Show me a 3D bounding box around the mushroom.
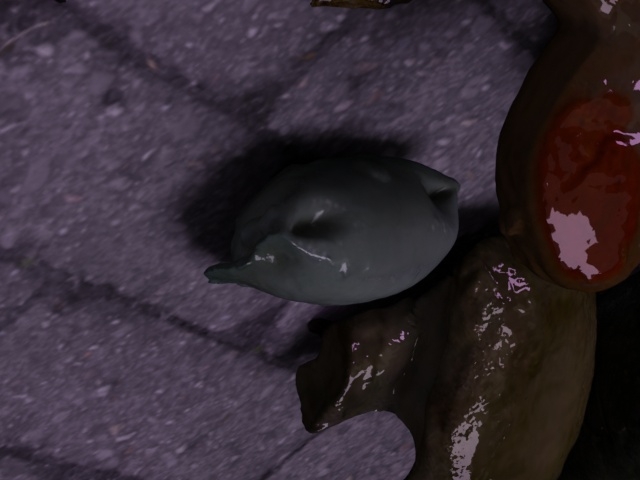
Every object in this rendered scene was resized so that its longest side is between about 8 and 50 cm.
[{"bbox_3d":[0.148,0.109,1.624,0.217,0.212,0.292,-39,147,30],"label":"mushroom"}]

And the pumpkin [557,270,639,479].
[{"bbox_3d":[0.347,0.168,1.797,0.291,0.257,0.328,19,151,-5],"label":"pumpkin"}]

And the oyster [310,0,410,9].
[{"bbox_3d":[0.041,-0.165,1.222,0.093,0.034,0.051,-37,146,16],"label":"oyster"}]

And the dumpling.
[{"bbox_3d":[0.003,-0.010,1.384,0.216,0.149,0.105,-16,111,-42],"label":"dumpling"}]

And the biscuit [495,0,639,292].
[{"bbox_3d":[0.288,-0.160,1.240,0.394,0.076,0.368,-6,104,-30],"label":"biscuit"}]
